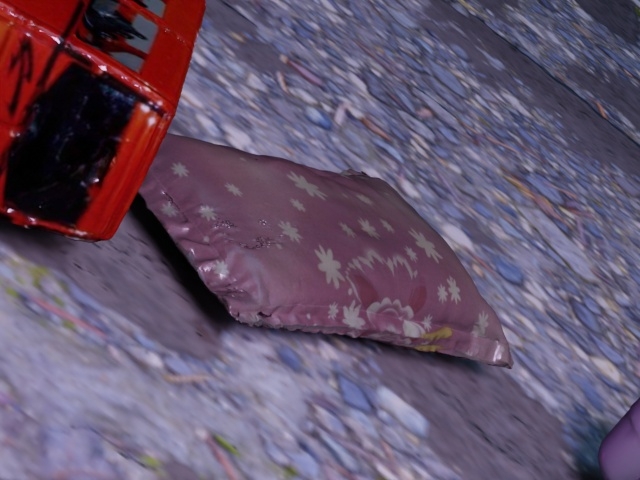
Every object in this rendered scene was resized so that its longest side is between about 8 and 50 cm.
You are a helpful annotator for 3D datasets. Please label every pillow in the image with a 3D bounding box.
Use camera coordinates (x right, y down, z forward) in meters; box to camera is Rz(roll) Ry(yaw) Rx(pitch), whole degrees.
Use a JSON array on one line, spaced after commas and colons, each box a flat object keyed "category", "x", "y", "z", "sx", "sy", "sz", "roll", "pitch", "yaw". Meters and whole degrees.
[{"category": "pillow", "x": 0.000, "y": 0.000, "z": 0.798, "sx": 0.185, "sy": 0.043, "sz": 0.118, "roll": 11, "pitch": 35, "yaw": -52}]

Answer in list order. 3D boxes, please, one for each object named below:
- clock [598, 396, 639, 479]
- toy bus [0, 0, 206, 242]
[{"category": "clock", "x": 0.205, "y": 0.163, "z": 0.754, "sx": 0.227, "sy": 0.090, "sz": 0.248, "roll": 33, "pitch": 20, "yaw": -17}, {"category": "toy bus", "x": -0.093, "y": -0.076, "z": 0.723, "sx": 0.089, "sy": 0.081, "sz": 0.195, "roll": 25, "pitch": 23, "yaw": -10}]
